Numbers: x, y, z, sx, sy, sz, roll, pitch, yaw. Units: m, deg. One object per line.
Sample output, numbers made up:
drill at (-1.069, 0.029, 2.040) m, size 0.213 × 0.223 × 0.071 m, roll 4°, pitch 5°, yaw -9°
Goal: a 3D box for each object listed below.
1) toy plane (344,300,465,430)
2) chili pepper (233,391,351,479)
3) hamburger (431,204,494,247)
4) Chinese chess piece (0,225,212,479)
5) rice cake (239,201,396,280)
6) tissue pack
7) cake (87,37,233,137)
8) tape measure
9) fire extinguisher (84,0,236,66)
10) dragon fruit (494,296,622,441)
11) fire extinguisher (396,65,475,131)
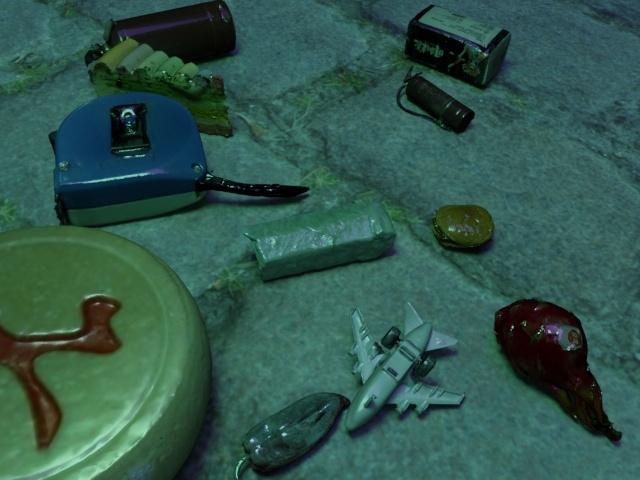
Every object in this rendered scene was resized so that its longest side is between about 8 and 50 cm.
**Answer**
toy plane at (0.083, 0.146, 0.683) m, size 0.162 × 0.066 × 0.171 m, roll 38°, pitch 51°, yaw 12°
chili pepper at (-0.028, 0.201, 0.639) m, size 0.153 × 0.041 × 0.050 m, roll -24°, pitch 97°, yaw -24°
hamburger at (0.201, -0.020, 0.850) m, size 0.083 × 0.044 × 0.076 m, roll 0°, pitch 50°, yaw -9°
Chinese chess piece at (-0.279, 0.139, 0.606) m, size 0.337 × 0.141 × 0.338 m, roll 2°, pitch 49°, yaw -3°
rice cake at (0.001, 0.000, 0.802) m, size 0.206 × 0.063 × 0.069 m, roll -14°, pitch 57°, yaw -15°
tissue pack at (0.254, -0.366, 1.126) m, size 0.170 × 0.091 × 0.103 m, roll 28°, pitch 52°, yaw 21°
cake at (-0.242, -0.246, 0.966) m, size 0.225 × 0.110 × 0.090 m, roll 12°, pitch 49°, yaw 6°
tape measure at (-0.206, -0.129, 0.880) m, size 0.350 × 0.098 × 0.215 m, roll -9°, pitch 51°, yaw -15°
fire extinguisher at (-0.287, -0.352, 1.062) m, size 0.268 × 0.105 × 0.105 m, roll -21°, pitch 54°, yaw -22°
dragon fruit at (0.281, 0.139, 0.691) m, size 0.094 × 0.094 × 0.190 m, roll -27°, pitch 61°, yaw -25°
fire extinguisher at (0.188, -0.240, 1.044) m, size 0.078 × 0.045 × 0.157 m, roll -42°, pitch 62°, yaw -8°
